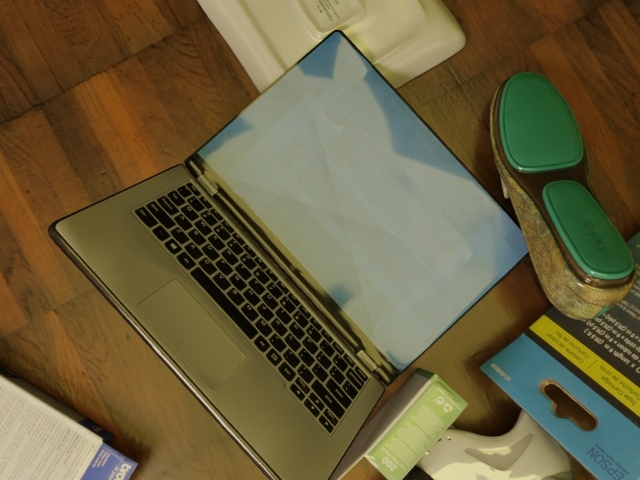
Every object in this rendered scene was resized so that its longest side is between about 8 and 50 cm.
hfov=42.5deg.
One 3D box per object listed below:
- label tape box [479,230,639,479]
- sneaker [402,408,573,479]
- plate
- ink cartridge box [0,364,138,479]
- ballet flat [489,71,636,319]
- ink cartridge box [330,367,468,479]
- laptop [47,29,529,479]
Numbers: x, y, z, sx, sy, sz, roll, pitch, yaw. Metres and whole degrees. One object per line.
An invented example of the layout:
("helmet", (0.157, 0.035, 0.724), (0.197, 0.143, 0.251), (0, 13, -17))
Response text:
("label tape box", (0.391, 0.130, 0.938), (0.334, 0.240, 0.106), (-39, 128, -4))
("sneaker", (0.135, 0.299, 0.993), (0.331, 0.122, 0.146), (-20, 66, -1))
("plate", (0.011, -0.306, 1.084), (0.278, 0.045, 0.277), (-32, 84, -4))
("ink cartridge box", (-0.396, 0.268, 1.012), (0.311, 0.065, 0.185), (30, 84, 6))
("ballet flat", (0.278, -0.055, 1.008), (0.123, 0.123, 0.348), (-11, 54, -1))
("ink cartridge box", (0.062, 0.250, 0.958), (0.056, 0.171, 0.235), (42, 86, 4))
("laptop", (0.000, 0.000, 0.929), (0.382, 0.408, 0.236), (47, 119, 1))
